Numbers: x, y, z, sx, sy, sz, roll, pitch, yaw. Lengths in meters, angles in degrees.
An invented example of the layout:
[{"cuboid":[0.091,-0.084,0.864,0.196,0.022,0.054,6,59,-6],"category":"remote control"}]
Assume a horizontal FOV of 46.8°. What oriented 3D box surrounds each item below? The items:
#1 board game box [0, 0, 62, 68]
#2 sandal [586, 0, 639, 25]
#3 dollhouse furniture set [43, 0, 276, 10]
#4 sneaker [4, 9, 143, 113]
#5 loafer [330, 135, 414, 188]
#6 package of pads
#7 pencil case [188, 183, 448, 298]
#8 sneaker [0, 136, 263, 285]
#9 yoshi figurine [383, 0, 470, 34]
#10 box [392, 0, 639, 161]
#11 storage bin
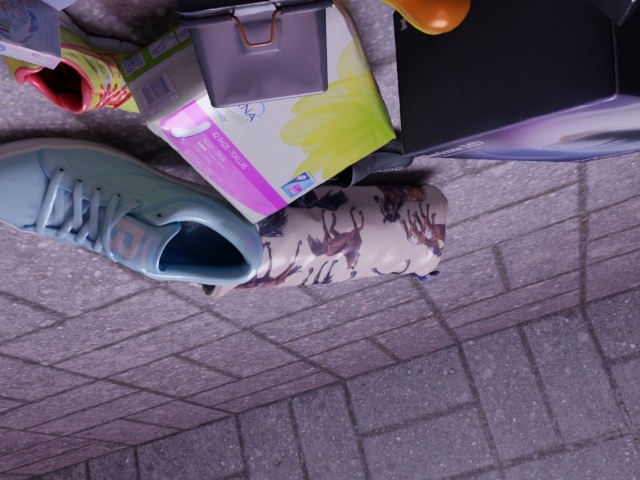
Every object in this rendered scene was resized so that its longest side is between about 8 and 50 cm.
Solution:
[{"cuboid":[-0.276,-0.203,0.649,0.090,0.090,0.020,9,150,-42],"category":"board game box"},{"cuboid":[0.366,-0.320,0.521,0.445,0.107,0.167,-50,170,3],"category":"sandal"},{"cuboid":[-0.155,-0.213,0.565,0.303,0.198,0.286,-24,155,21],"category":"dollhouse furniture set"},{"cuboid":[-0.239,-0.162,0.759,0.081,0.094,0.208,-30,154,28],"category":"sneaker"},{"cuboid":[0.038,-0.110,1.058,0.223,0.078,0.076,-3,154,-25],"category":"loafer"},{"cuboid":[-0.048,-0.154,0.833,0.229,0.101,0.296,-31,155,6],"category":"package of pads"},{"cuboid":[0.000,0.000,1.182,0.410,0.160,0.183,-4,140,-24],"category":"pencil case"},{"cuboid":[-0.235,-0.030,0.899,0.366,0.150,0.135,11,107,-21],"category":"sneaker"},{"cuboid":[0.190,-0.322,0.555,0.203,0.203,0.362,-21,163,-36],"category":"yoshi figurine"},{"cuboid":[0.279,-0.188,0.778,0.294,0.182,0.296,-1,176,-29],"category":"box"},{"cuboid":[-0.051,-0.170,0.650,0.135,0.098,0.091,-9,118,-1],"category":"storage bin"}]
